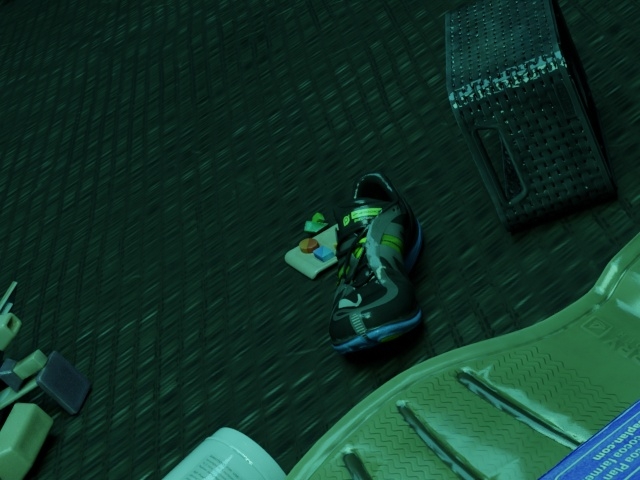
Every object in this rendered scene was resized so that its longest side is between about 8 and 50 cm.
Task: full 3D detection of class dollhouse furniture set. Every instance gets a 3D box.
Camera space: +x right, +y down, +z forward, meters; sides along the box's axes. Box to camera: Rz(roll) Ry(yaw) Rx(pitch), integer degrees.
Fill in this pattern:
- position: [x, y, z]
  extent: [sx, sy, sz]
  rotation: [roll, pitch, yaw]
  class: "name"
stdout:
- position: [-0.246, 0.130, 1.002]
  extent: [0.081, 0.091, 0.114]
  rotation: [-31, 24, 30]
  class: "dollhouse furniture set"

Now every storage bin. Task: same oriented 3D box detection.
- position: [0.153, -0.104, 0.992]
  extent: [0.084, 0.122, 0.180]
  rotation: [-20, 26, 15]
  class: "storage bin"

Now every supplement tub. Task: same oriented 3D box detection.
- position: [-0.071, 0.165, 0.762]
  extent: [0.107, 0.071, 0.071]
  rotation: [-41, 28, -27]
  class: "supplement tub"

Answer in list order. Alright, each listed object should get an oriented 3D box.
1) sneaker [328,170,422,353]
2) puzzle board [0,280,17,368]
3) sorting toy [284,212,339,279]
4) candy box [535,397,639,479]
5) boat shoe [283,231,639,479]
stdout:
- position: [0.032, 0.014, 0.939]
  extent: [0.067, 0.078, 0.188]
  rotation: [-19, 27, 18]
  class: "sneaker"
- position: [-0.268, 0.105, 1.063]
  extent: [0.011, 0.096, 0.128]
  rotation: [19, 33, -2]
  class: "puzzle board"
- position: [0.000, 0.000, 1.071]
  extent: [0.062, 0.012, 0.083]
  rotation: [-34, 26, -14]
  class: "sorting toy"
- position: [0.255, 0.118, 0.402]
  extent: [0.268, 0.122, 0.317]
  rotation: [-30, 29, -30]
  class: "candy box"
- position: [0.110, 0.090, 0.568]
  extent: [0.302, 0.103, 0.113]
  rotation: [-30, 47, -19]
  class: "boat shoe"
